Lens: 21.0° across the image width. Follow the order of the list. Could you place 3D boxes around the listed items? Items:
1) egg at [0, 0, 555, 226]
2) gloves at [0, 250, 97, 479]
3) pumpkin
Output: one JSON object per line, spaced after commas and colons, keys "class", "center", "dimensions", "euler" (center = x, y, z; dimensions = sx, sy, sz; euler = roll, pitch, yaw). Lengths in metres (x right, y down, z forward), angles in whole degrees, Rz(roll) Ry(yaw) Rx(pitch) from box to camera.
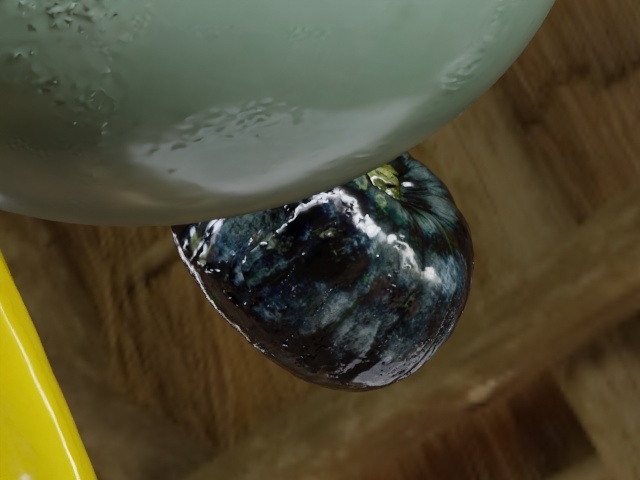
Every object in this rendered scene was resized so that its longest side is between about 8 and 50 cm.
{"class": "egg", "center": [-0.059, -0.144, 0.663], "dimensions": [0.389, 0.276, 0.276], "euler": [-10, -29, -43]}
{"class": "gloves", "center": [-0.124, -0.014, 0.369], "dimensions": [0.116, 0.133, 0.294], "euler": [-31, -76, -8]}
{"class": "pumpkin", "center": [0.000, 0.000, 1.253], "dimensions": [0.233, 0.233, 0.163], "euler": [33, -69, -24]}
